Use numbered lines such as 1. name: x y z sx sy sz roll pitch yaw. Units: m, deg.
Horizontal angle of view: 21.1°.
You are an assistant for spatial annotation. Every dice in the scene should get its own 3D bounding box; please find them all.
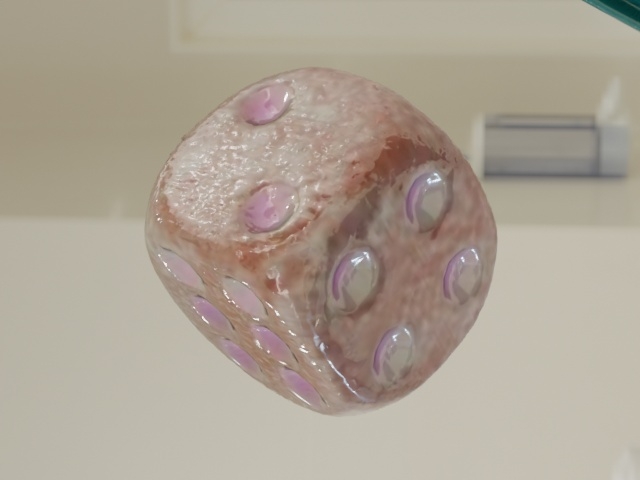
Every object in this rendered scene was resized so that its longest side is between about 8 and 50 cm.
1. dice: 0.000 0.000 0.613 0.091 0.094 0.093 -49 -48 -21

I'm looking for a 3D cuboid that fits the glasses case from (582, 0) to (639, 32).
1. glasses case: 0.158 -0.070 0.528 0.070 0.301 0.117 -52 18 31
